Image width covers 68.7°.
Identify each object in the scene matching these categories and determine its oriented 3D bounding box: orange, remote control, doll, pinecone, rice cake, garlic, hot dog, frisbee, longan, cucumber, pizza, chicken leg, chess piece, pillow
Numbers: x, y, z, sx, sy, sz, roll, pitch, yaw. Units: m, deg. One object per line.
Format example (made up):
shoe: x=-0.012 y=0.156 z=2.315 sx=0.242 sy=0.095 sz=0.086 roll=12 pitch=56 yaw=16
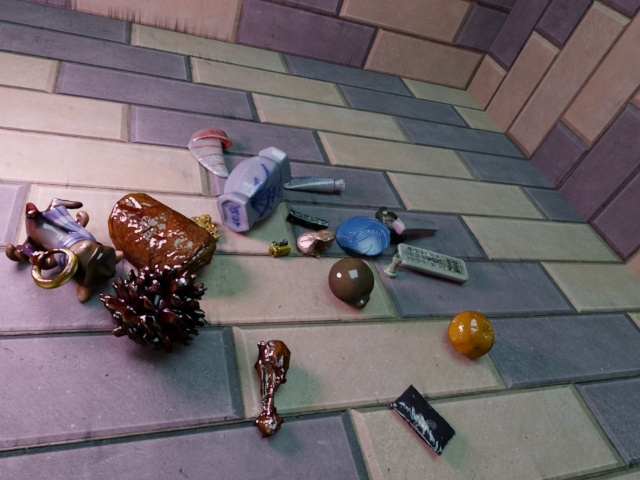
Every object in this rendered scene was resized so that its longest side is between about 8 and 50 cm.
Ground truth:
orange: x=0.574 y=0.357 z=1.788 sx=0.178 sy=0.155 sz=0.177 roll=2 pitch=86 yaw=-38
remote control: x=0.496 y=0.107 z=2.097 sx=0.336 sy=0.065 sz=0.128 roll=15 pitch=39 yaw=-10
doll: x=-0.800 y=0.014 z=1.470 sx=0.340 sy=0.209 sz=0.318 roll=34 pitch=49 yaw=9
pinecone: x=-0.482 y=0.192 z=1.405 sx=0.296 sy=0.242 sz=0.298 roll=-24 pitch=53 yaw=-39
rice cake: x=0.449 y=-0.064 z=2.202 sx=0.365 sy=0.056 sz=0.072 roll=0 pitch=52 yaw=-51
garlic: x=-0.008 y=0.004 z=1.960 sx=0.175 sy=0.099 sz=0.124 roll=-14 pitch=33 yaw=-41
hot dog: x=-0.553 y=-0.012 z=1.655 sx=0.388 sy=0.174 sz=0.267 roll=31 pitch=44 yaw=7
frisbee: x=0.190 y=-0.029 z=2.069 sx=0.242 sy=0.045 sz=0.242 roll=0 pitch=48 yaw=0
longan: x=0.125 y=0.163 z=1.791 sx=0.185 sy=0.159 sz=0.204 roll=-7 pitch=62 yaw=-32
cucumber: x=-0.055 y=-0.087 z=2.055 sx=0.187 sy=0.058 sz=0.058 roll=17 pitch=41 yaw=-6
pizza: x=-0.470 y=-0.059 z=1.835 sx=0.175 sy=0.046 sz=0.134 roll=16 pitch=41 yaw=-8
chicken leg: x=-0.153 y=0.443 z=1.420 sx=0.113 sy=0.093 sz=0.304 roll=1 pitch=50 yaw=1
chess piece: x=0.311 y=0.104 z=1.983 sx=0.067 sy=0.103 sz=0.067 roll=13 pitch=42 yaw=-12
pillow: x=0.335 y=0.578 z=1.519 sx=0.208 sy=0.055 sz=0.141 roll=44 pitch=36 yaw=21

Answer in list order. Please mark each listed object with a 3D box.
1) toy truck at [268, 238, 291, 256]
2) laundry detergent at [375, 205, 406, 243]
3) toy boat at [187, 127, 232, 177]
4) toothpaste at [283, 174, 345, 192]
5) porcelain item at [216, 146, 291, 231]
toy truck: x=-0.165 y=0.034 z=1.878 sx=0.083 sy=0.049 sz=0.054 roll=-12 pitch=53 yaw=-36
laundry detergent: x=0.326 y=-0.083 z=2.219 sx=0.145 sy=0.078 sz=0.221 roll=12 pitch=39 yaw=-16
toy boat: x=-0.502 y=-0.396 z=2.180 sx=0.206 sy=0.096 sz=0.282 roll=-7 pitch=61 yaw=-22
toothpaste: x=-0.033 y=-0.276 z=2.272 sx=0.300 sy=0.073 sz=0.113 roll=3 pitch=44 yaw=-12
porcelain item: x=-0.272 y=-0.218 z=1.965 sx=0.179 sy=0.242 sz=0.405 roll=11 pitch=41 yaw=20
